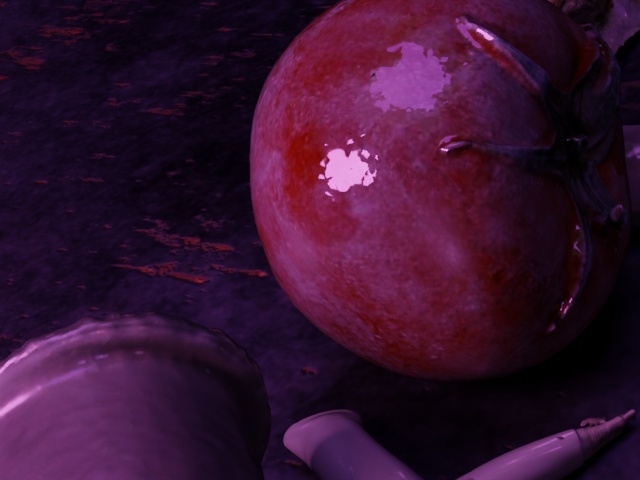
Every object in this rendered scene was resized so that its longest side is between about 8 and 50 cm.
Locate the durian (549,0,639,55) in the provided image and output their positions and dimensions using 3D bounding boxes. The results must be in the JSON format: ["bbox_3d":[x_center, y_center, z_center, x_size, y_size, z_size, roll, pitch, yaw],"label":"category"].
[{"bbox_3d":[0.209,-0.203,1.525,0.172,0.166,0.306,-49,-6,36],"label":"durian"}]

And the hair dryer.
[{"bbox_3d":[0.112,0.154,1.122,0.237,0.075,0.206,-17,26,-13],"label":"hair dryer"}]

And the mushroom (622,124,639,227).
[{"bbox_3d":[0.206,-0.068,1.362,0.351,0.097,0.109,11,51,31],"label":"mushroom"}]

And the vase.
[{"bbox_3d":[-0.098,0.220,0.967,0.245,0.245,0.291,-23,40,-8],"label":"vase"}]

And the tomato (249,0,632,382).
[{"bbox_3d":[0.099,-0.049,1.182,0.282,0.317,0.317,-8,33,35],"label":"tomato"}]
